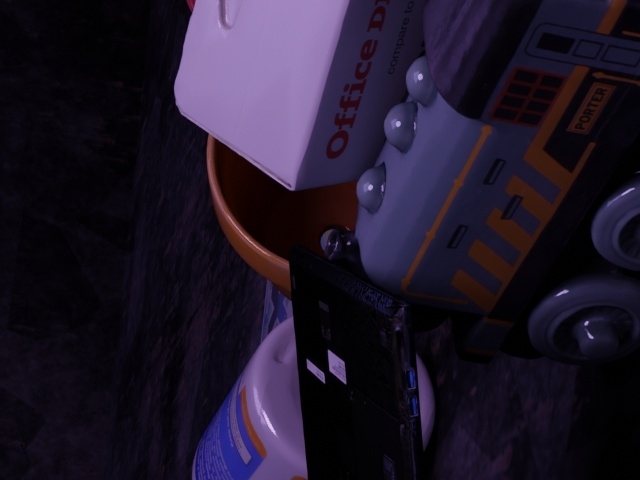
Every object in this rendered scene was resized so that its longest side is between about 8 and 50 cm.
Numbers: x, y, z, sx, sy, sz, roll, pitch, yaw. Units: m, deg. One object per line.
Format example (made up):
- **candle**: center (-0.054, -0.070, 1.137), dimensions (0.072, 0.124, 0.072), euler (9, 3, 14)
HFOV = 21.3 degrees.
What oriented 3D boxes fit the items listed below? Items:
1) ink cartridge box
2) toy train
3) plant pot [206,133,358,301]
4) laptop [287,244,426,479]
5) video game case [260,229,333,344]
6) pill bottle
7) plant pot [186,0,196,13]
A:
- **ink cartridge box**: center (0.064, -0.153, 1.033), dimensions (0.114, 0.272, 0.197), euler (36, 122, 35)
- **toy train**: center (0.126, -0.055, 0.918), dimensions (0.334, 0.190, 0.142), euler (116, 159, -47)
- **plant pot**: center (0.014, -0.032, 1.364), dimensions (0.188, 0.205, 0.205), euler (93, -179, -68)
- **laptop**: center (0.081, 0.138, 0.938), dimensions (0.234, 0.136, 0.264), euler (-156, 60, -74)
- **video game case**: center (0.000, 0.000, 1.667), dimensions (0.300, 0.036, 0.329), euler (144, 134, -69)
- **pill bottle**: center (-0.020, 0.178, 1.398), dimensions (0.272, 0.152, 0.152), euler (123, 153, -56)
- **plant pot**: center (-0.049, -0.292, 1.759), dimensions (0.174, 0.191, 0.191), euler (-102, 25, -72)
